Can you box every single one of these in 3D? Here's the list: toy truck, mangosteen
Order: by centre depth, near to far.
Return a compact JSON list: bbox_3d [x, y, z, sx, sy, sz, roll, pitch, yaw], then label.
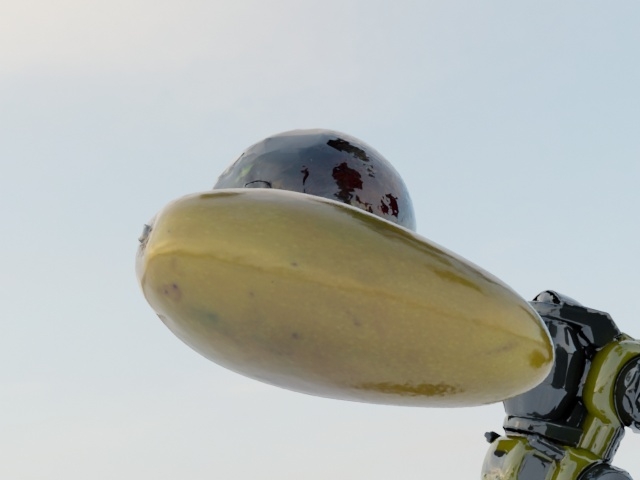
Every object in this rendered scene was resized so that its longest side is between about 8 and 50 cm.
[{"bbox_3d":[0.223,0.172,1.468,0.165,0.224,0.147,29,-14,-20],"label":"toy truck"},{"bbox_3d":[0.000,0.000,1.672,0.231,0.231,0.289,-8,-10,19],"label":"mangosteen"}]

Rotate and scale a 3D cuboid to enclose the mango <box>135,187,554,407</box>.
[{"bbox_3d":[0.014,0.038,0.919,0.253,0.113,0.138,15,-22,10],"label":"mango"}]
